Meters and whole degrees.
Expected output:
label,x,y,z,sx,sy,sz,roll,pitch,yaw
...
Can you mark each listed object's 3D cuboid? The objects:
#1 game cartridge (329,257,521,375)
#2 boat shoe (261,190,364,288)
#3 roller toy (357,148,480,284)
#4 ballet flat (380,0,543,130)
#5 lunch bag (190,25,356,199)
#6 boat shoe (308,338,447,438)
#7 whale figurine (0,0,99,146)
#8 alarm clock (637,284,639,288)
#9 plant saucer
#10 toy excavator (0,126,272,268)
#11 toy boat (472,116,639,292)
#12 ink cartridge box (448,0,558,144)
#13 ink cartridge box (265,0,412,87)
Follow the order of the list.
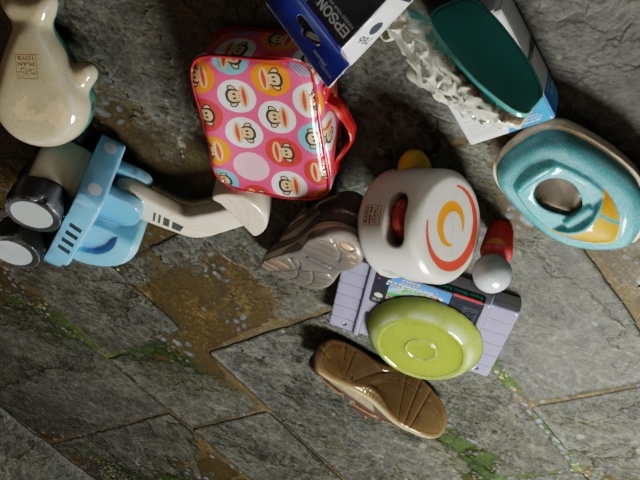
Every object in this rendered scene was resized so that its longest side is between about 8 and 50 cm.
label,x,y,z,sx,sy,sz,roll,pitch,yaw
game cartridge,0.202,0.144,1.602,0.354,0.068,0.230,18,141,7
boat shoe,0.000,0.000,1.500,0.132,0.130,0.355,30,157,-19
roller toy,0.161,-0.029,1.336,0.146,0.191,0.209,6,131,45
ballet flat,0.138,-0.294,1.066,0.409,0.147,0.147,56,137,13
lunch bag,-0.066,-0.205,1.326,0.258,0.120,0.293,8,135,16
boat shoe,0.125,0.345,1.802,0.341,0.123,0.123,28,151,-5
whale figurine,-0.496,-0.310,1.428,0.216,0.141,0.272,1,110,8
alarm clock,0.638,0.055,1.313,0.191,0.064,0.129,14,136,14
plant saucer,0.205,0.210,1.598,0.240,0.037,0.241,13,136,13
toy excavator,-0.369,-0.068,1.569,0.445,0.222,0.433,24,139,-21
toy boat,0.366,-0.034,1.283,0.267,0.148,0.318,33,136,-10
ink cartridge box,0.247,-0.253,1.167,0.139,0.082,0.191,-15,123,35
ink cartridge box,0.058,-0.358,0.971,0.332,0.065,0.165,-44,75,30
